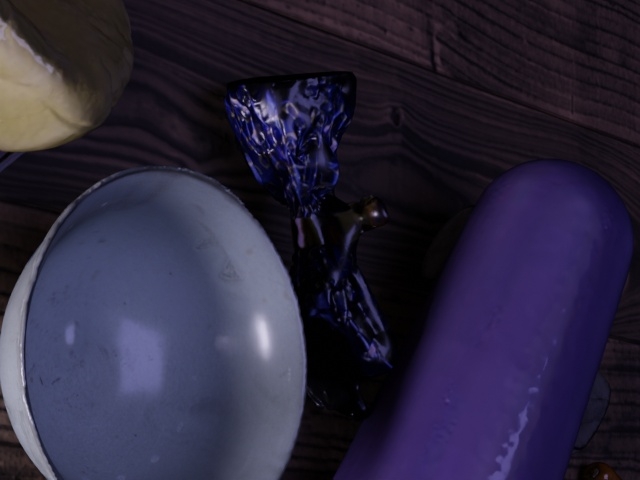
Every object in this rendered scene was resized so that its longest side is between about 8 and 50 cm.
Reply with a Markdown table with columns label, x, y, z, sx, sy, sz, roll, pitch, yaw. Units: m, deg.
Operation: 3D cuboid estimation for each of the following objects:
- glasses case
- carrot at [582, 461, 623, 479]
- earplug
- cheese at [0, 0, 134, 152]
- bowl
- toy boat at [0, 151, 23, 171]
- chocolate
| label | x | y | z | sx | sy | sz | roll | pitch | yaw |
| --- | --- | --- | --- | --- | --- | --- | --- | --- | --- |
| glasses case | 0.220 | 0.101 | 1.937 | 0.299 | 0.060 | 0.114 | 51 | 52 | -29 |
| carrot | 0.368 | 0.315 | 2.081 | 0.190 | 0.037 | 0.037 | 42 | 55 | -37 |
| earplug | 0.177 | 0.120 | 1.733 | 0.215 | 0.215 | 0.456 | 42 | 62 | -35 |
| cheese | -0.251 | -0.187 | 1.420 | 0.226 | 0.117 | 0.214 | 47 | 33 | -25 |
| bowl | -0.166 | 0.099 | 1.456 | 0.313 | 0.146 | 0.313 | 8 | 79 | -47 |
| toy boat | -0.322 | -0.061 | 1.376 | 0.219 | 0.072 | 0.318 | 47 | 49 | -35 |
| chocolate | 0.002 | 0.004 | 1.654 | 0.126 | 0.148 | 0.343 | -12 | 90 | -62 |
